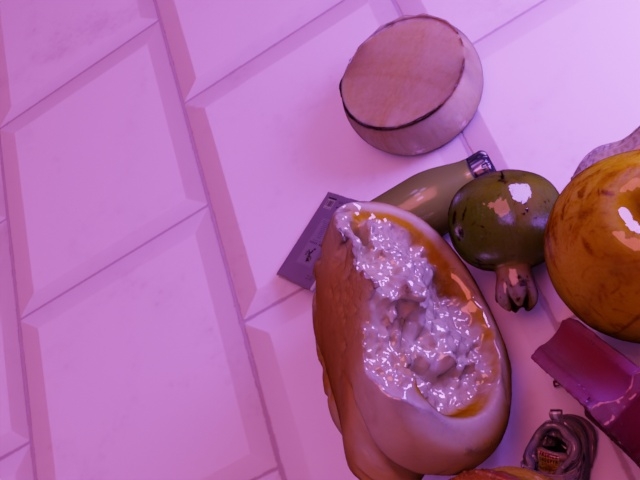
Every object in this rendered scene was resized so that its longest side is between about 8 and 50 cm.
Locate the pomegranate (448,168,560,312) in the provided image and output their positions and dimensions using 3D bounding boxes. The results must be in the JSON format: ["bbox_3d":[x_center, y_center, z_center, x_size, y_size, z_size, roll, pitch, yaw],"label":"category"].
[{"bbox_3d":[0.295,-0.009,1.436,0.179,0.179,0.210,-35,83,11],"label":"pomegranate"}]

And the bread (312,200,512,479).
[{"bbox_3d":[0.096,0.144,1.366,0.245,0.329,0.424,-31,49,23],"label":"bread"}]

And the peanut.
[{"bbox_3d":[0.468,-0.116,1.434,0.214,0.090,0.098,-32,24,12],"label":"peanut"}]

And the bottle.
[{"bbox_3d":[0.173,-0.055,1.566,0.260,0.112,0.112,-31,53,14],"label":"bottle"}]

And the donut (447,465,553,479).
[{"bbox_3d":[0.252,0.408,1.225,0.253,0.118,0.253,5,100,35],"label":"donut"}]

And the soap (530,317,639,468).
[{"bbox_3d":[0.381,0.200,1.267,0.099,0.162,0.250,-50,20,4],"label":"soap"}]

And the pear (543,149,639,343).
[{"bbox_3d":[0.437,0.005,1.272,0.281,0.281,0.280,-14,59,25],"label":"pear"}]

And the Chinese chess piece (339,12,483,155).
[{"bbox_3d":[0.161,-0.275,1.695,0.257,0.104,0.257,-14,60,25],"label":"Chinese chess piece"}]

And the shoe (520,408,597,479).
[{"bbox_3d":[0.319,0.316,1.291,0.089,0.092,0.180,7,70,34],"label":"shoe"}]

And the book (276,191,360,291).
[{"bbox_3d":[0.000,0.000,1.679,0.181,0.014,0.127,-58,31,-7],"label":"book"}]
